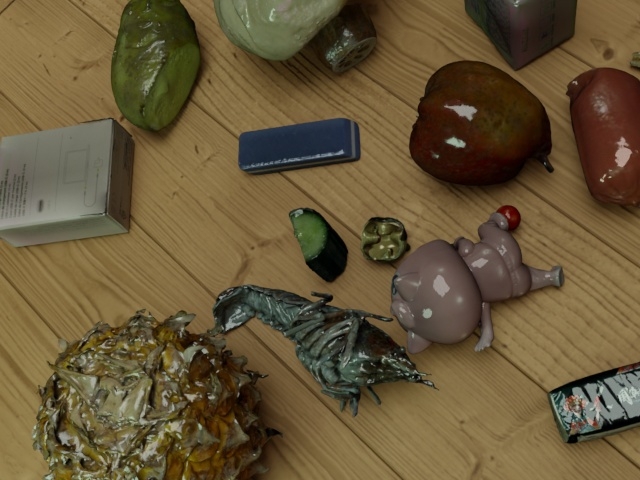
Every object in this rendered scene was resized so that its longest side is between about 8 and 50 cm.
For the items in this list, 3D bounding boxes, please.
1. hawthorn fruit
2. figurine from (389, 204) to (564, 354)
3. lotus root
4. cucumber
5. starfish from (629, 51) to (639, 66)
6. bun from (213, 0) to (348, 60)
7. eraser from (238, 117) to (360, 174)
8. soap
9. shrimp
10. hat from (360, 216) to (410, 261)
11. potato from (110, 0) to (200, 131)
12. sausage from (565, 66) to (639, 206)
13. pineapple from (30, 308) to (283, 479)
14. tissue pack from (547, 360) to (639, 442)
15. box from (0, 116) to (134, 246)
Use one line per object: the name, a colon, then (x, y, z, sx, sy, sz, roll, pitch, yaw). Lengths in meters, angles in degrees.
hawthorn fruit: (0.276, -0.178, 1.408, 0.248, 0.208, 0.208, 22, 75, 5)
figurine: (0.233, 0.065, 1.353, 0.287, 0.176, 0.186, -30, 21, -15)
lotus root: (0.048, -0.378, 1.586, 0.122, 0.112, 0.081, -41, 76, 32)
cucumber: (0.000, 0.000, 1.443, 0.062, 0.115, 0.116, -25, 62, 8)
starfish: (0.604, -0.310, 1.437, 0.150, 0.053, 0.209, 4, 71, 22)
bun: (-0.063, -0.509, 1.544, 0.365, 0.219, 0.365, -38, 27, 24)
eraser: (-0.040, -0.174, 1.566, 0.225, 0.036, 0.082, -7, 67, 12)
soap: (0.346, -0.439, 1.479, 0.138, 0.199, 0.182, -28, 64, -1)
shrimp: (-0.008, 0.160, 1.354, 0.166, 0.221, 0.410, -33, 41, -26)
hat: (0.112, 0.000, 1.444, 0.077, 0.059, 0.076, 6, 86, 23)
potato: (-0.324, -0.349, 1.664, 0.176, 0.141, 0.298, -8, 73, 26)
sausage: (0.478, -0.170, 1.366, 0.148, 0.148, 0.254, -8, 66, 12)
pineapple: (-0.247, 0.263, 1.255, 0.352, 0.300, 0.352, -5, 62, 9)
tissue pack: (0.425, 0.235, 1.238, 0.170, 0.103, 0.090, -20, 72, 8)
box: (-0.493, -0.109, 1.627, 0.252, 0.106, 0.203, -7, 68, 11)
